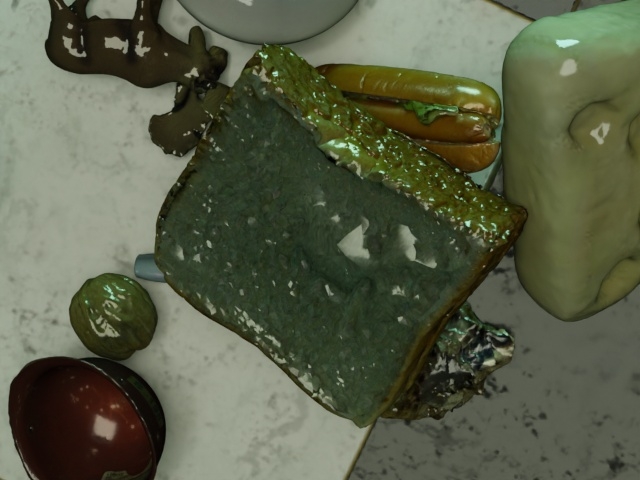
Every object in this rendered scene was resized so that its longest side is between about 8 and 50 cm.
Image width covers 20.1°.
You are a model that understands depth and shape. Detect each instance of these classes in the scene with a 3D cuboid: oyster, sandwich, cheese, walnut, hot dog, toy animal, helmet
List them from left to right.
[{"bbox_3d":[-0.223,0.175,1.802,0.155,0.106,0.175,-38,97,27],"label":"helmet"},{"bbox_3d":[-0.208,0.076,1.815,0.092,0.092,0.092,0,92,5],"label":"walnut"},{"bbox_3d":[-0.170,-0.182,1.802,0.214,0.094,0.186,3,83,5],"label":"toy animal"},{"bbox_3d":[0.000,0.000,1.696,0.301,0.099,0.271,36,115,9],"label":"sandwich"},{"bbox_3d":[0.065,-0.117,1.735,0.250,0.068,0.100,9,96,40],"label":"hot dog"},{"bbox_3d":[0.116,0.130,1.801,0.103,0.051,0.148,40,106,10],"label":"oyster"},{"bbox_3d":[0.316,-0.086,1.715,0.351,0.129,0.328,-19,130,-30],"label":"cheese"}]

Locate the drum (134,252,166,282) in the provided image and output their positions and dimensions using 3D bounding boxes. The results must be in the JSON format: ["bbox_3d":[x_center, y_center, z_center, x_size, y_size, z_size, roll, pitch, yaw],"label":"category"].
[{"bbox_3d":[-0.054,0.016,1.812,0.253,0.049,0.130,19,96,7],"label":"drum"}]

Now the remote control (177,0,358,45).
[{"bbox_3d":[-0.091,-0.338,1.761,0.221,0.103,0.332,-39,87,-17],"label":"remote control"}]
